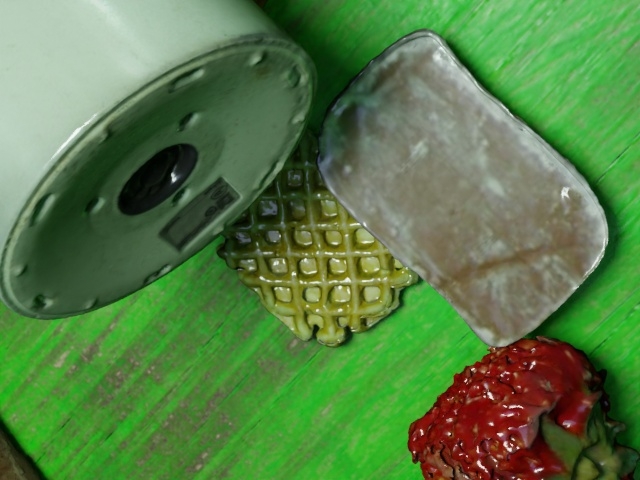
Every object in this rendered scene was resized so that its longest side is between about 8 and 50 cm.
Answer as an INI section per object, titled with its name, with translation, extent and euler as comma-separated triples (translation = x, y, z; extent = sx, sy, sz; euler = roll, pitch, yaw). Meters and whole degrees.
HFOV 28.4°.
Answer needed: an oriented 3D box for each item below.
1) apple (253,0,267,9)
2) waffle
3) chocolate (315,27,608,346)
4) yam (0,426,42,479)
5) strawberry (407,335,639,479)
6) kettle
[apple]
translation = -0.108, -0.232, 1.042
extent = 0.147, 0.146, 0.146
euler = 4, 107, 13
[waffle]
translation = 0.000, 0.000, 1.134
extent = 0.183, 0.036, 0.169
euler = 43, 109, -3
[chocolate]
translation = 0.116, -0.046, 1.069
extent = 0.254, 0.080, 0.157
euler = 44, 96, -3
[yam]
translation = -0.334, 0.228, 1.262
extent = 0.084, 0.084, 0.127
euler = -31, 95, 20
[strawberry]
translation = 0.167, 0.178, 1.085
extent = 0.202, 0.187, 0.184
euler = -7, 64, 42
[kettle]
translation = -0.201, -0.154, 0.917
extent = 0.250, 0.361, 0.376
euler = -43, 72, 4
